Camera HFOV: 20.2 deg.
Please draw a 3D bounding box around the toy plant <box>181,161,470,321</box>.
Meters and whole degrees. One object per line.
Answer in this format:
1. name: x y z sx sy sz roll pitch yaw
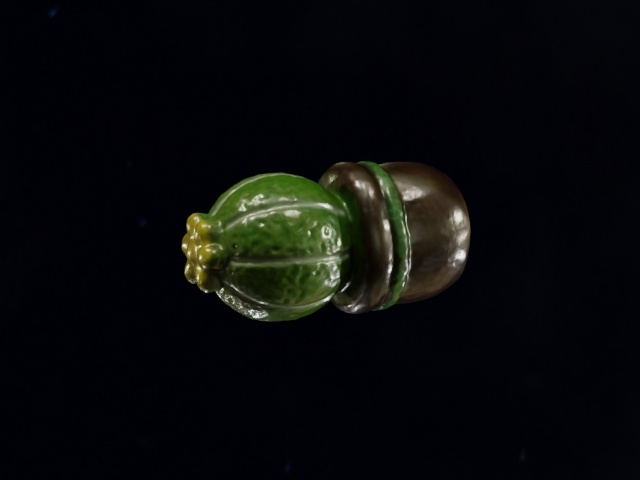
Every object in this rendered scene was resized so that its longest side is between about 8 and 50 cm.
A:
1. toy plant: 0.000 0.000 1.051 0.162 0.093 0.092 -5 -58 -19
